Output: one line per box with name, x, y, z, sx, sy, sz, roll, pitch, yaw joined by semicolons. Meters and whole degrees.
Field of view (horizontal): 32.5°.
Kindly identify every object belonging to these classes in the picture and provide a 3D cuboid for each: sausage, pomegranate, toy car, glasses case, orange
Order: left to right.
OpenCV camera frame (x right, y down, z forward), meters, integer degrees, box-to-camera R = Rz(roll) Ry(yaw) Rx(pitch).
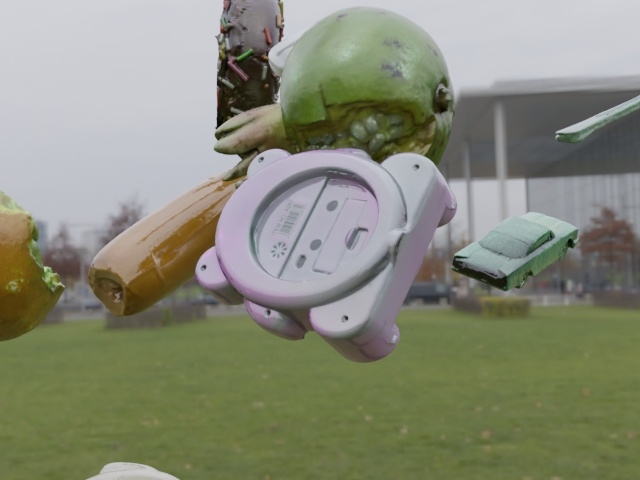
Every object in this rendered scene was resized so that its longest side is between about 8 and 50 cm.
orange;-0.416;0.041;1.345;0.179;0.158;0.237;17;-26;3
sausage;-0.189;-0.017;1.654;0.354;0.116;0.134;-38;-22;-34
glasses case;0.010;-0.256;1.434;0.164;0.041;0.063;-26;47;-15
pomegranate;0.016;-0.152;1.333;0.302;0.235;0.236;-15;-8;22
toy car;0.419;0.014;2.298;0.141;0.097;0.321;22;32;34

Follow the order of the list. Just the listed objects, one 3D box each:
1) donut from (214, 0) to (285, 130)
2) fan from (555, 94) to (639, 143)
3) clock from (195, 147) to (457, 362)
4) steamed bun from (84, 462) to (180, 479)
donut;-0.110;-0.273;1.712;0.103;0.269;0.270;3;-3;-3
fan;0.327;-0.144;1.172;0.193;0.016;0.038;-26;20;-26
clock;0.000;0.000;1.175;0.248;0.227;0.090;12;-24;35
steamed bun;-0.270;0.380;1.436;0.228;0.177;0.130;-27;32;-4
